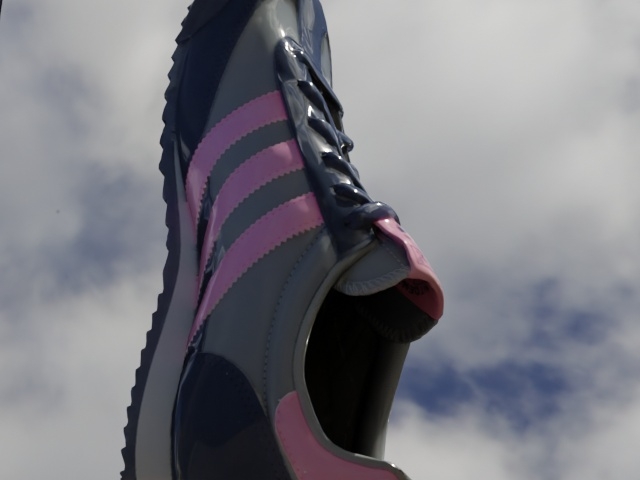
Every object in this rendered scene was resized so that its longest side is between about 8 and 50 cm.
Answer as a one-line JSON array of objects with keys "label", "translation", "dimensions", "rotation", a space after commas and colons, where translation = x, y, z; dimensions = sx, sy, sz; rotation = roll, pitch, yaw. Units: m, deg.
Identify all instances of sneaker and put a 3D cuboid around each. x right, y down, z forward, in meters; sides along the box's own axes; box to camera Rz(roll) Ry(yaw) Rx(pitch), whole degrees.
[{"label": "sneaker", "translation": [0.000, 0.000, 0.840], "dimensions": [0.131, 0.112, 0.319], "rotation": [-13, -121, 27]}]

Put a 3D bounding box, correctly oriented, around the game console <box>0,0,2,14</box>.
[{"label": "game console", "translation": [-0.203, -0.153, 0.655], "dimensions": [0.173, 0.250, 0.293], "rotation": [4, -51, -16]}]
